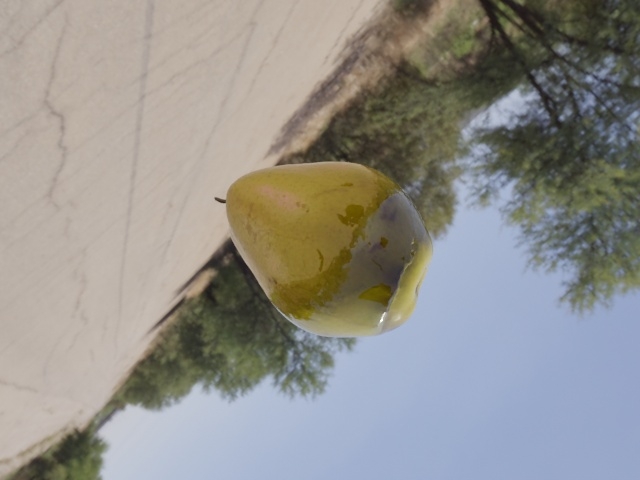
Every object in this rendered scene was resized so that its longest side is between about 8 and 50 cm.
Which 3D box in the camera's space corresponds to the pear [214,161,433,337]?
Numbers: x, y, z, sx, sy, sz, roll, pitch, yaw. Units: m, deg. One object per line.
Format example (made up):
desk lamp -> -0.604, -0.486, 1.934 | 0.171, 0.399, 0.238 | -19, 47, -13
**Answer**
pear -> 0.002, 0.013, 1.080 | 0.336, 0.284, 0.285 | 3, -151, 27
